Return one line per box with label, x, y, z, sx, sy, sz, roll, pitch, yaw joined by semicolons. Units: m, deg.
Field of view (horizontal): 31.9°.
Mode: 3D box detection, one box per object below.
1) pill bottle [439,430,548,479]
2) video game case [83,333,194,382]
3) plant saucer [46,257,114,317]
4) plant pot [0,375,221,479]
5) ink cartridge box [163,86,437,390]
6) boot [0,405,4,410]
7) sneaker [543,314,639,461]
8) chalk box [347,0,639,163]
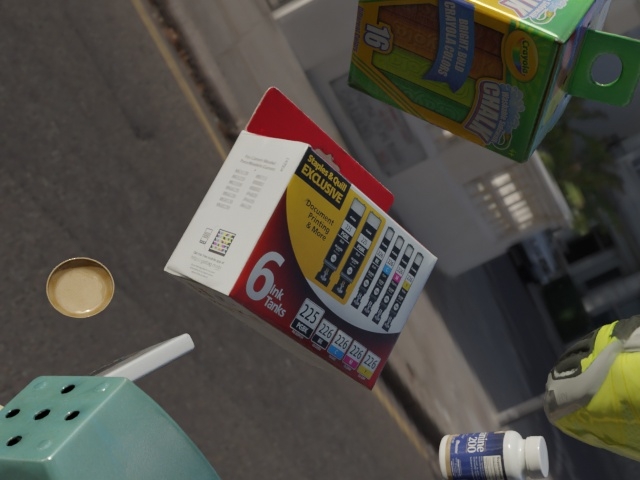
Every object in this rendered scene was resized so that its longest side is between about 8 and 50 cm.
pill bottle;0.207;0.262;1.337;0.067;0.120;0.067;-8;90;-68
video game case;-0.245;0.157;1.151;0.190;0.173;0.022;-27;93;-39
plant saucer;-0.302;0.062;1.413;0.015;0.083;0.083;111;-39;-61
plant pot;-0.179;0.233;0.908;0.165;0.166;0.234;-48;124;-48
ink cartridge box;0.000;0.000;1.420;0.130;0.272;0.309;17;-14;43
boot;-0.495;0.297;1.428;0.203;0.262;0.095;34;-5;32
sneaker;0.301;0.127;0.574;0.145;0.385;0.147;45;56;-62
chalk box;0.148;-0.162;0.886;0.132;0.213;0.132;-51;159;-36
